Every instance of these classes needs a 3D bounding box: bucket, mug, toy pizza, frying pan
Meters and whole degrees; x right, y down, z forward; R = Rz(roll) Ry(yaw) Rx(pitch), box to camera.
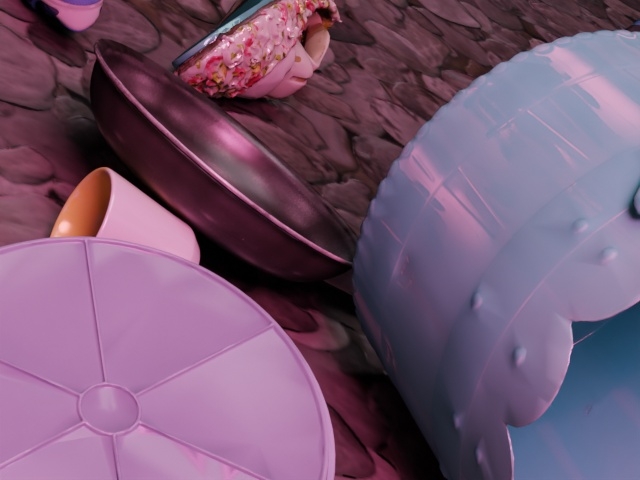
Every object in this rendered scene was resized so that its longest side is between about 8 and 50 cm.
[{"bbox_3d":[0.162,0.039,0.774,0.281,0.281,0.183,11,31,-37],"label":"bucket"},{"bbox_3d":[-0.096,-0.002,0.773,0.064,0.062,0.078,28,51,-29],"label":"mug"},{"bbox_3d":[-0.092,0.080,0.639,0.201,0.032,0.201,12,45,-12],"label":"toy pizza"},{"bbox_3d":[-0.015,-0.017,0.894,0.326,0.053,0.197,32,12,-43],"label":"frying pan"}]

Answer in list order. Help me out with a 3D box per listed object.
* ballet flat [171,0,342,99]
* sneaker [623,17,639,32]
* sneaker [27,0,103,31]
[{"bbox_3d":[-0.031,-0.144,1.058,0.077,0.091,0.241,52,28,-13],"label":"ballet flat"},{"bbox_3d":[0.264,-0.139,1.301,0.125,0.140,0.341,41,29,9],"label":"sneaker"},{"bbox_3d":[-0.180,-0.179,0.987,0.053,0.059,0.144,-9,27,-25],"label":"sneaker"}]
